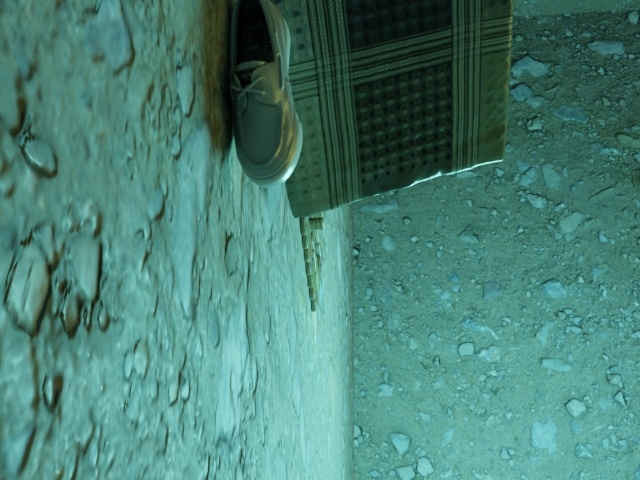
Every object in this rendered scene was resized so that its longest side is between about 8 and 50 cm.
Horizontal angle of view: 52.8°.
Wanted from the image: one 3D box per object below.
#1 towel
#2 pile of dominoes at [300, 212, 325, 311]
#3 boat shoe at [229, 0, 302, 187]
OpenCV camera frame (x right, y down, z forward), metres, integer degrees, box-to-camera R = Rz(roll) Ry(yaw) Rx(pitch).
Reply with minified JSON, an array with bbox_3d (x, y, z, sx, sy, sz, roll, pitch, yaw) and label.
[{"bbox_3d":[0.078,-0.202,0.749,0.056,0.312,0.324,-126,-156,-54],"label":"towel"},{"bbox_3d":[0.000,0.000,1.208,0.196,0.040,0.251,-86,171,-49],"label":"pile of dominoes"},{"bbox_3d":[-0.054,-0.141,0.577,0.063,0.066,0.184,40,49,-64],"label":"boat shoe"}]
